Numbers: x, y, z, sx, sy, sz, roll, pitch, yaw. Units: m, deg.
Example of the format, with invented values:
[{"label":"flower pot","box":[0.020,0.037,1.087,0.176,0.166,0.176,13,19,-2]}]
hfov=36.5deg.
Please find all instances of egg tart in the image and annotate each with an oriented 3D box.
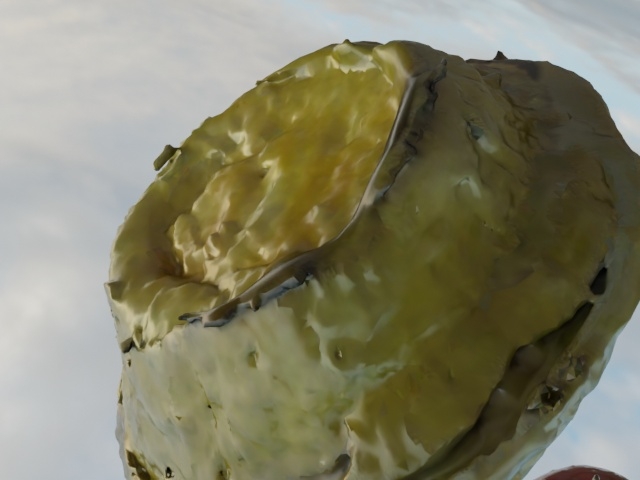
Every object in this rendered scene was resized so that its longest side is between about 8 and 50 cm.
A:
[{"label":"egg tart","box":[0.000,0.000,0.519,0.132,0.345,0.345,49,-169,-33]}]

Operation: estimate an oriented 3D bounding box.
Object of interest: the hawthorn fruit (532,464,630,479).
[{"label":"hawthorn fruit","box":[0.373,0.439,1.357,0.287,0.330,0.287,-6,-144,4]}]
